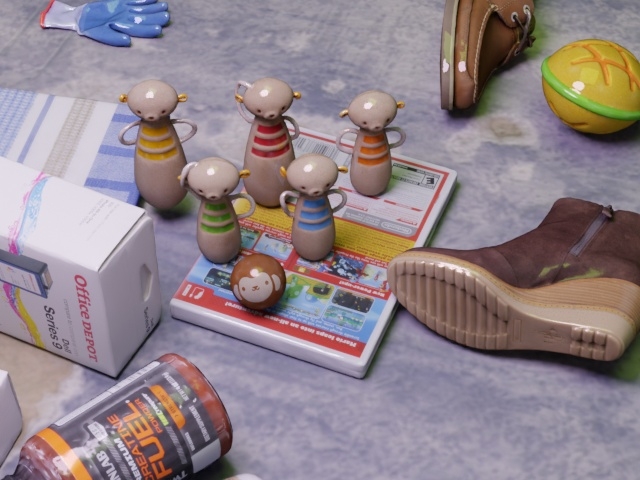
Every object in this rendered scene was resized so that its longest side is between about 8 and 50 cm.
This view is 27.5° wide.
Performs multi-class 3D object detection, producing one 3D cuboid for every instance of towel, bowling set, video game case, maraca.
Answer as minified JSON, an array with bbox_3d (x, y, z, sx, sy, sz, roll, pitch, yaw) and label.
[{"bbox_3d":[-0.321,-0.087,1.407,0.285,0.034,0.209,7,45,3],"label":"towel"},{"bbox_3d":[-0.045,-0.051,1.256,0.287,0.154,0.200,-6,47,-6],"label":"bowling set"},{"bbox_3d":[0.000,0.000,1.332,0.204,0.025,0.285,17,49,15],"label":"video game case"},{"bbox_3d":[0.314,-0.175,1.456,0.127,0.099,0.185,38,31,18],"label":"maraca"}]

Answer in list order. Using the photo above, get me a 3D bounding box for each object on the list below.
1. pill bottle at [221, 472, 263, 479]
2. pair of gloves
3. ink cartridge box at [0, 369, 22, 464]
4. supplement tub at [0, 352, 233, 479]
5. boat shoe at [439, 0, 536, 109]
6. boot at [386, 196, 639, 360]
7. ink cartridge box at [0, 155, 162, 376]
[{"bbox_3d":[-0.145,0.286,0.973,0.264,0.153,0.153,-17,49,-17],"label":"pill bottle"},{"bbox_3d":[-0.253,-0.311,1.625,0.159,0.023,0.198,7,48,6],"label":"pair of gloves"},{"bbox_3d":[-0.379,0.163,1.137,0.190,0.082,0.140,13,48,13],"label":"ink cartridge box"},{"bbox_3d":[-0.178,0.185,1.102,0.198,0.106,0.106,-32,55,-26],"label":"supplement tub"},{"bbox_3d":[0.202,-0.263,1.523,0.104,0.111,0.307,8,47,9],"label":"boat shoe"},{"bbox_3d":[0.207,0.023,1.291,0.248,0.090,0.207,16,37,13],"label":"boot"},{"bbox_3d":[-0.264,0.017,1.224,0.212,0.154,0.093,19,49,16],"label":"ink cartridge box"}]
